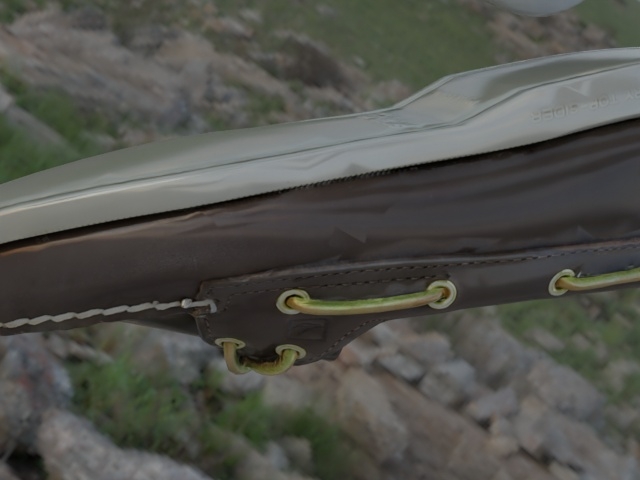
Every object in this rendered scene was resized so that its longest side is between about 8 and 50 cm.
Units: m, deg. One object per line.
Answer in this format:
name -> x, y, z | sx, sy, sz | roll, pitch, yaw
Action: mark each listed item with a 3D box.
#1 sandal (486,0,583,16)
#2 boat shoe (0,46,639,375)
sandal -> 0.171, -0.275, 0.731 | 0.169, 0.102, 0.416 | 31, 59, -11
boat shoe -> 0.000, 0.000, 0.555 | 0.324, 0.097, 0.116 | -13, 13, -11
